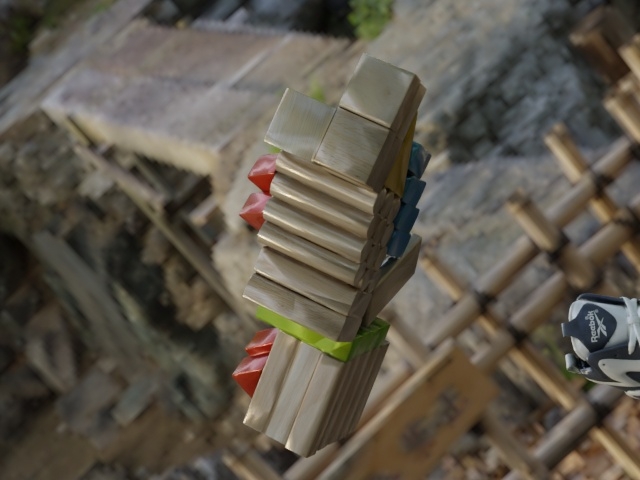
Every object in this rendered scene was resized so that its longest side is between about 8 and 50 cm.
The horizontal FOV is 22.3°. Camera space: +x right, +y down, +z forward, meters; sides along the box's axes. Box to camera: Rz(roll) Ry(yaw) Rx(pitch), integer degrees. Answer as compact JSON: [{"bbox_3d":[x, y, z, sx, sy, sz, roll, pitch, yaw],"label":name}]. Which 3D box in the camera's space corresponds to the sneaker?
[{"bbox_3d":[0.343,0.091,1.734,0.235,0.153,0.094,125,150,-57],"label":"sneaker"}]

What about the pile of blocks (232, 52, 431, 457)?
[{"bbox_3d":[0.000,0.000,1.235,0.149,0.113,0.362,-43,-28,-49],"label":"pile of blocks"}]
